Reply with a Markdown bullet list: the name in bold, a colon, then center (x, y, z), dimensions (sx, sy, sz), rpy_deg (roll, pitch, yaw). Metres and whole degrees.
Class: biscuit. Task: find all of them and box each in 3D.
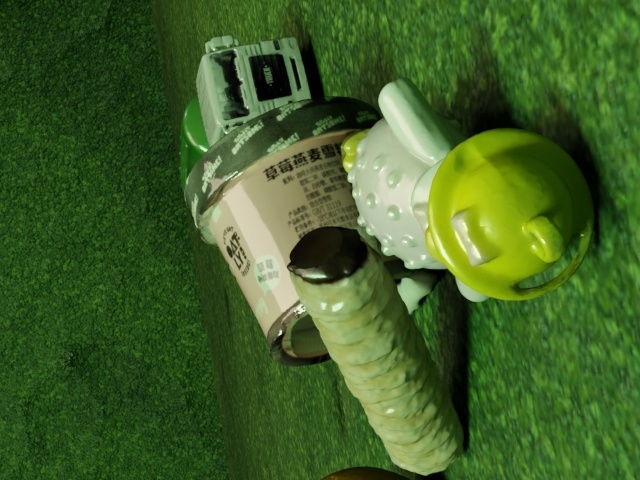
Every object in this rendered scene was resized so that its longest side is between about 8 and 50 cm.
- **biscuit**: center (0.036, 0.070, 0.591), dimensions (0.061, 0.055, 0.219), rpy_deg (11, 144, 35)

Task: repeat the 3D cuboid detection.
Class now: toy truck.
- **toy truck**: center (-0.077, -0.105, 0.967), dimensions (0.242, 0.124, 0.101), rpy_deg (117, 142, -68)

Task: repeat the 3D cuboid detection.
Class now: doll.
- **doll**: center (0.067, -0.020, 0.486), dimensions (0.129, 0.081, 0.207), rpy_deg (64, 170, -18)

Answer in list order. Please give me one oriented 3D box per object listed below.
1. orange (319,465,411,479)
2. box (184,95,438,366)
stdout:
- **orange**: center (0.039, 0.244, 0.712), dimensions (0.156, 0.124, 0.156), rpy_deg (-7, -90, -85)
- **box**: center (0.000, 0.000, 0.668), dimensions (0.151, 0.151, 0.135), rpy_deg (106, 142, -63)
